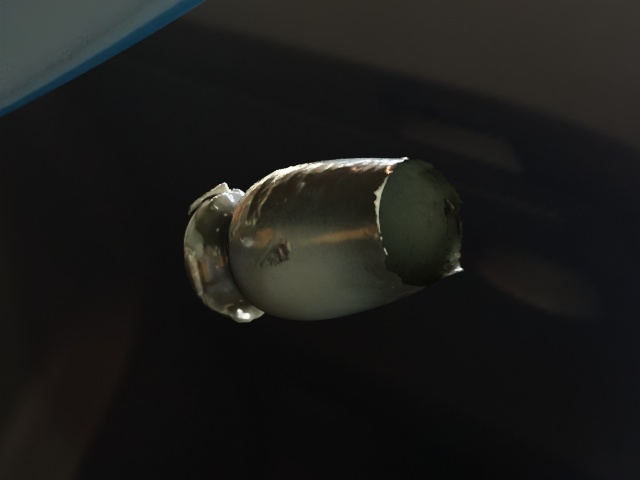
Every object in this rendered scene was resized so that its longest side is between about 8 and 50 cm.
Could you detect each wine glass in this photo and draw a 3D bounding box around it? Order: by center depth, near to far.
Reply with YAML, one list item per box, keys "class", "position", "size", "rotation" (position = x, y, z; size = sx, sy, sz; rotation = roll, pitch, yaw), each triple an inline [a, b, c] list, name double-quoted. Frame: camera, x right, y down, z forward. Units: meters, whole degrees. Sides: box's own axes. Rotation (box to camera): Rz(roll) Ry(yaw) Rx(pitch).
- class: "wine glass"
  position: [0.000, 0.000, 1.365]
  size: [0.204, 0.111, 0.111]
  rotation: [-9, 15, 44]

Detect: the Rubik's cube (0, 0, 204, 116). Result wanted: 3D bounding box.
- class: "Rubik's cube"
  position: [-0.195, -0.294, 1.239]
  size: [0.351, 0.347, 0.352]
  rotation: [-23, 15, 31]
